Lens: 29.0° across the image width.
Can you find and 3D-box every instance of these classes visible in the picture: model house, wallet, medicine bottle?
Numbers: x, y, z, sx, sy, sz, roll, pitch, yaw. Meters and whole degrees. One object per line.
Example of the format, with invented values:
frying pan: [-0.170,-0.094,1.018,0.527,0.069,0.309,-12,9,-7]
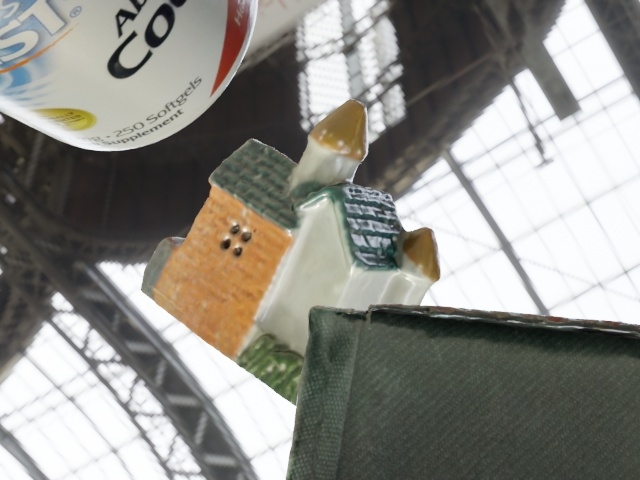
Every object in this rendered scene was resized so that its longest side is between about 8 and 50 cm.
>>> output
model house: [0.000,0.000,1.278,0.271,0.190,0.301,33,-74,31]
wallet: [0.149,0.159,0.632,0.342,0.075,0.237,4,-107,10]
medicine bottle: [-0.149,-0.147,0.545,0.157,0.289,0.157,-4,-102,19]
